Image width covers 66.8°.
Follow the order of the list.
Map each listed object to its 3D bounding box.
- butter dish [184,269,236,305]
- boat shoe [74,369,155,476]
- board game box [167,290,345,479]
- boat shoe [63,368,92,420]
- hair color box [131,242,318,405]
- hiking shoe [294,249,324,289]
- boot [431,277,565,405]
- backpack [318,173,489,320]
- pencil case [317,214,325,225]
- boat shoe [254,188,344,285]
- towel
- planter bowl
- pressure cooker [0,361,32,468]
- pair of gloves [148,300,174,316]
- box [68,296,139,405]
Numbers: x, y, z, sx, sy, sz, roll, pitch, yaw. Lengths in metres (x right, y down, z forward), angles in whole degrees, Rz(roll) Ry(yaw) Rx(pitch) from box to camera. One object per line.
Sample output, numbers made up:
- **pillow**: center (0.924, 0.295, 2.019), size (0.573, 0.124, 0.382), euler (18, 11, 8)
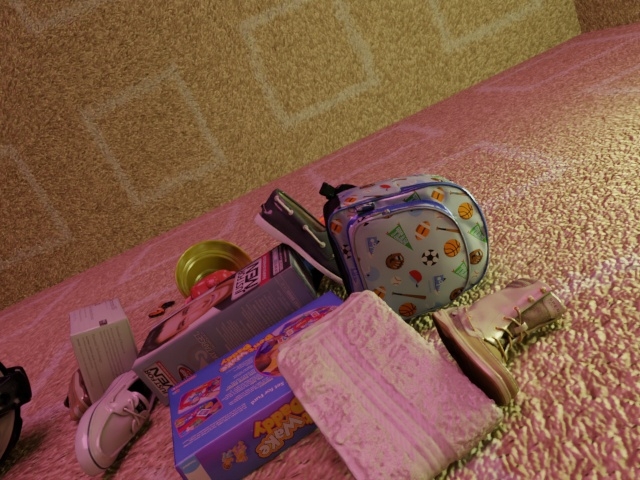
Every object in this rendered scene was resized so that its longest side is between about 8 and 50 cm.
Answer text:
- **butter dish**: center (-0.252, 0.133, 1.195), size (0.160, 0.118, 0.160), euler (-31, 52, -19)
- **boat shoe**: center (-0.371, 0.329, 0.927), size (0.088, 0.096, 0.267), euler (-26, 11, 5)
- **board game box**: center (-0.073, 0.232, 0.803), size (0.347, 0.078, 0.233), euler (-30, 18, -12)
- **boat shoe**: center (-0.576, 0.364, 1.149), size (0.072, 0.068, 0.190), euler (-44, 22, -15)
- **hair color box**: center (-0.193, 0.165, 1.027), size (0.374, 0.113, 0.185), euler (-33, 17, 4)
- **hiking shoe**: center (0.060, 0.006, 1.132), size (0.304, 0.132, 0.113), euler (-35, -25, 26)
- **boot**: center (0.259, 0.124, 0.662), size (0.165, 0.077, 0.213), euler (-23, 15, 1)
- **backpack**: center (0.159, 0.005, 0.861), size (0.263, 0.276, 0.213), euler (-20, 22, -4)
- **pencil case**: center (-0.025, 0.014, 1.325), size (0.104, 0.104, 0.236), euler (-4, 28, 49)
- **boat shoe**: center (0.000, 0.000, 1.031), size (0.091, 0.302, 0.114), euler (-58, -4, 12)
- **towel**: center (0.070, 0.186, 0.635), size (0.187, 0.049, 0.282), euler (-33, 42, -15)
- **planter bowl**: center (-0.294, 0.112, 1.349), size (0.217, 0.217, 0.090), euler (-38, -14, -33)
- **pressure cooker**: center (-0.843, 0.381, 0.986), size (0.420, 0.375, 0.369), euler (-14, 46, 32)
- **pair of gloves**: center (-0.505, 0.218, 1.545), size (0.074, 0.010, 0.083), euler (-16, 18, 33)
- **box**: center (-0.488, 0.250, 1.112), size (0.119, 0.181, 0.181), euler (-17, 16, -25)
